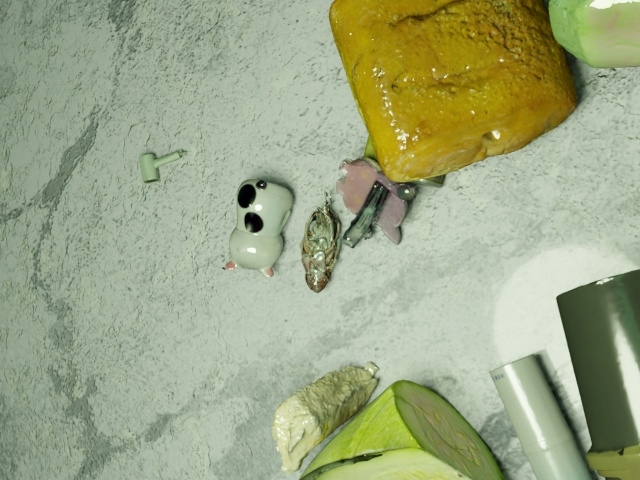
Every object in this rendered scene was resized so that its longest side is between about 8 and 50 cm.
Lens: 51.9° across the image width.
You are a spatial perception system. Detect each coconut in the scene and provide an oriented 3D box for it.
[{"bbox_3d":[0.433,-0.338,0.881,0.235,0.236,0.205,-2,121,31],"label":"coconut"}]

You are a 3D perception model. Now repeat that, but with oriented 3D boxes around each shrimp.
[{"bbox_3d":[0.001,0.000,1.202,0.074,0.073,0.190,12,90,-1],"label":"shrimp"}]

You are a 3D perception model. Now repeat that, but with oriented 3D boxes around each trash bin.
[{"bbox_3d":[0.436,0.211,0.848,0.214,0.214,0.334,-23,72,29],"label":"trash bin"}]

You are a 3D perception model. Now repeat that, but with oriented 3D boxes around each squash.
[{"bbox_3d":[0.091,0.391,1.041,0.309,0.233,0.210,-49,23,15],"label":"squash"}]

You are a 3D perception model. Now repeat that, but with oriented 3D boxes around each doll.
[{"bbox_3d":[-0.117,-0.029,1.258,0.110,0.107,0.181,12,101,10],"label":"doll"}]

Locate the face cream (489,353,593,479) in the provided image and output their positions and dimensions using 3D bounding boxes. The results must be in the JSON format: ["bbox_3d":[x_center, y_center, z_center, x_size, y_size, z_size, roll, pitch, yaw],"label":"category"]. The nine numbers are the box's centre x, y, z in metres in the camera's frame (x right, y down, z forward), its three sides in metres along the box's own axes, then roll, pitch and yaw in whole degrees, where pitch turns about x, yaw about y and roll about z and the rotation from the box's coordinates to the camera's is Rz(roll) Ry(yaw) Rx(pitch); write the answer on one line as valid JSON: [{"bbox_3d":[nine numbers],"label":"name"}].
[{"bbox_3d":[0.338,0.299,0.979,0.077,0.077,0.250,-29,73,27],"label":"face cream"}]

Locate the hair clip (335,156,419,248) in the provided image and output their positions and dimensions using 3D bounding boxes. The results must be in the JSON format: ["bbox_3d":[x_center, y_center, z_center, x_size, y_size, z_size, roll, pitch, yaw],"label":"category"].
[{"bbox_3d":[0.083,-0.062,1.123,0.146,0.056,0.187,36,138,16],"label":"hair clip"}]

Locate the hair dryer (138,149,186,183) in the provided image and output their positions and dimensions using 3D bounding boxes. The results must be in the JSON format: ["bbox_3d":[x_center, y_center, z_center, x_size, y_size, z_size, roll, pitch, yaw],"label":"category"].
[{"bbox_3d":[-0.342,-0.171,1.446,0.124,0.038,0.063,-16,81,22],"label":"hair dryer"}]

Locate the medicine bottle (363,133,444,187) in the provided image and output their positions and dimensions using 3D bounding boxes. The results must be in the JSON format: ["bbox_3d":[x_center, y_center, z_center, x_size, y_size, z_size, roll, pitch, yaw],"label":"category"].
[{"bbox_3d":[0.156,-0.193,1.106,0.132,0.088,0.189,15,96,33],"label":"medicine bottle"}]

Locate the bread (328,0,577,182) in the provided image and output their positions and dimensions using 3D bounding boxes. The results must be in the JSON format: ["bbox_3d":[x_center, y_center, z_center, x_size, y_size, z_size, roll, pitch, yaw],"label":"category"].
[{"bbox_3d":[0.200,-0.280,0.977,0.327,0.148,0.337,-16,80,-1],"label":"bread"}]

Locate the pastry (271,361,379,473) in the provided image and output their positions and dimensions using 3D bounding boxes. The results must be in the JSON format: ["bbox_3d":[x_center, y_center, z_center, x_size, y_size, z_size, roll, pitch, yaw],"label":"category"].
[{"bbox_3d":[0.001,0.286,1.088,0.089,0.258,0.122,27,111,26],"label":"pastry"}]
